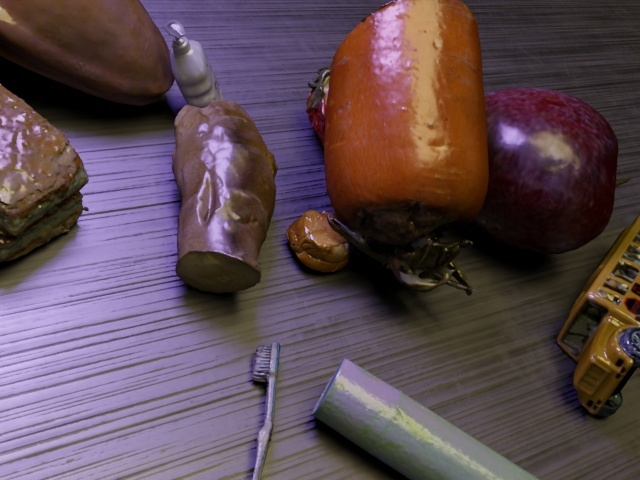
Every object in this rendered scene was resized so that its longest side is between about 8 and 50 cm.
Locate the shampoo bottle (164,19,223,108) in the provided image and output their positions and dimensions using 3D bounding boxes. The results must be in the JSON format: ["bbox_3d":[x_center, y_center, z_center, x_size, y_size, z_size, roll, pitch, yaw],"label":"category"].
[{"bbox_3d":[-0.160,-0.215,1.101,0.045,0.152,0.077,-15,56,6],"label":"shampoo bottle"}]

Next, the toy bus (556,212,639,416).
[{"bbox_3d":[0.406,0.082,1.169,0.123,0.121,0.335,35,44,16],"label":"toy bus"}]

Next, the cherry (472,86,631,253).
[{"bbox_3d":[0.276,-0.100,1.203,0.300,0.203,0.230,14,53,1],"label":"cherry"}]

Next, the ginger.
[{"bbox_3d":[-0.109,-0.058,1.021,0.116,0.109,0.263,34,37,-38],"label":"ginger"}]

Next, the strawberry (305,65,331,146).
[{"bbox_3d":[0.057,-0.160,1.220,0.187,0.082,0.146,46,66,-6],"label":"strawberry"}]

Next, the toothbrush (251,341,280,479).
[{"bbox_3d":[-0.062,0.219,0.862,0.028,0.026,0.294,4,48,-1],"label":"toothbrush"}]

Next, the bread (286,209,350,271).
[{"bbox_3d":[0.000,0.000,1.073,0.083,0.046,0.081,41,39,12],"label":"bread"}]

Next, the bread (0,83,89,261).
[{"bbox_3d":[-0.346,-0.079,0.917,0.196,0.102,0.138,38,47,5],"label":"bread"}]

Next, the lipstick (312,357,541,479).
[{"bbox_3d":[0.135,0.233,0.923,0.304,0.076,0.076,32,44,1],"label":"lipstick"}]

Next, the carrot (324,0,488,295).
[{"bbox_3d":[0.098,-0.097,1.067,0.193,0.214,0.331,6,74,-37],"label":"carrot"}]

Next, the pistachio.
[{"bbox_3d":[-0.290,-0.271,1.074,0.260,0.163,0.212,30,51,-34],"label":"pistachio"}]
